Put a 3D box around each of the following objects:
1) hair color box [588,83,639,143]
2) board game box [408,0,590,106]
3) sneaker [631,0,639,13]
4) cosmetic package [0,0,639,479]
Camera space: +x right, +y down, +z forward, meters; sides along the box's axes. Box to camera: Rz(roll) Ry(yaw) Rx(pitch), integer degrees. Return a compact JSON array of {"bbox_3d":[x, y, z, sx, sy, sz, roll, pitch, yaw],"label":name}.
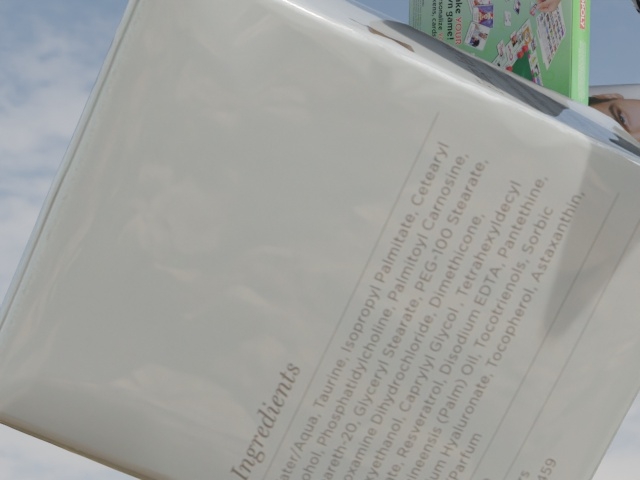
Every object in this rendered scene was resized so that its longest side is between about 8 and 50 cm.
[{"bbox_3d":[0.474,-0.122,1.757,0.375,0.185,0.113,-6,-23,-26],"label":"hair color box"},{"bbox_3d":[0.200,-0.263,1.382,0.214,0.317,0.046,3,3,36],"label":"board game box"},{"bbox_3d":[0.294,-0.266,1.090,0.099,0.282,0.153,-35,-78,21],"label":"sneaker"},{"bbox_3d":[0.012,0.002,0.897,0.394,0.327,0.329,23,14,-8],"label":"cosmetic package"}]
